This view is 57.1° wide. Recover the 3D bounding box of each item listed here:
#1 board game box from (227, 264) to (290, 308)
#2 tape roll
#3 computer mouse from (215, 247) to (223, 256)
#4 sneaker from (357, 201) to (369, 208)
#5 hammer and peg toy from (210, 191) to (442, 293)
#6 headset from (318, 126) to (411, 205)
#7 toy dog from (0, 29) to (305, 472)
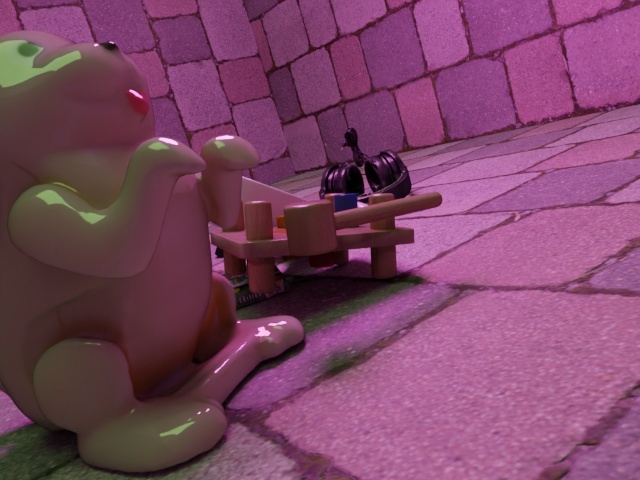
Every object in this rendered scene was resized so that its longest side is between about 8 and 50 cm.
[{"bbox_3d":[-0.186,0.102,0.984,0.260,0.030,0.136,-18,13,-10],"label":"board game box"},{"bbox_3d":[-0.129,-0.061,1.146,0.286,0.100,0.286,19,2,-1],"label":"tape roll"},{"bbox_3d":[-0.139,-0.022,1.476,0.262,0.060,0.184,-8,14,39],"label":"computer mouse"},{"bbox_3d":[0.073,-0.045,1.215,0.095,0.090,0.235,-11,8,-24],"label":"sneaker"},{"bbox_3d":[0.000,0.000,0.851,0.266,0.127,0.361,-5,6,-20],"label":"hammer and peg toy"},{"bbox_3d":[0.112,-0.189,1.617,0.244,0.185,0.394,-15,22,8],"label":"headset"},{"bbox_3d":[-0.240,-0.018,0.636,0.396,0.407,0.285,-10,12,31],"label":"toy dog"}]
